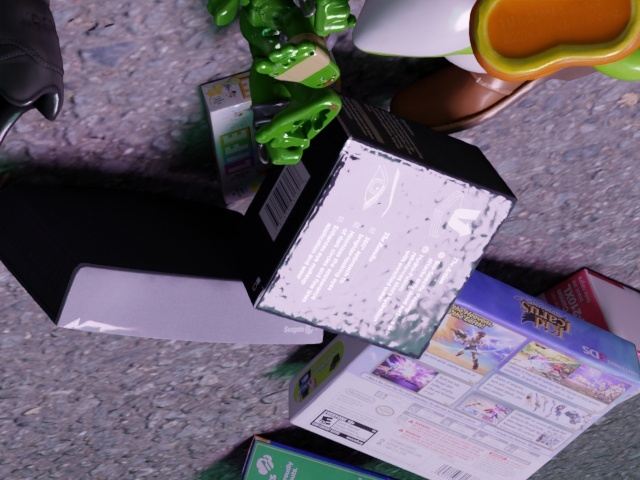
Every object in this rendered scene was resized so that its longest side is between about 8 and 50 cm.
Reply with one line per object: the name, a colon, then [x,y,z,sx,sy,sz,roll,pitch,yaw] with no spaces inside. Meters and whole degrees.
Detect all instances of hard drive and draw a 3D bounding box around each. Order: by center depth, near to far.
hard drive: [-0.127,0.017,1.505,0.254,0.172,0.054,6,115,-40]

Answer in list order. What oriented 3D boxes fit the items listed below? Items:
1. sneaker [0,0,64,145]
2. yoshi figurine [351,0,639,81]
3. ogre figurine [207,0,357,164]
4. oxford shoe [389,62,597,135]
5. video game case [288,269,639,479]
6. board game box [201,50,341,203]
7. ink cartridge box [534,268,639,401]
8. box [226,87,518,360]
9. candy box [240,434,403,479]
sneaker: [-0.282,-0.074,1.233,0.286,0.130,0.109,-31,155,26]
yoshi figurine: [0.149,-0.187,1.228,0.203,0.203,0.362,19,-175,3]
ogre figurine: [-0.022,-0.143,1.298,0.097,0.118,0.197,-17,154,3]
oxford shoe: [0.137,-0.147,1.494,0.212,0.076,0.076,-26,125,20]
video game case: [0.145,0.144,1.946,0.269,0.061,0.244,25,131,-25]
board game box: [-0.035,-0.088,1.511,0.103,0.026,0.154,-17,155,-6]
ink cartridge box: [0.246,0.142,2.105,0.237,0.100,0.172,-32,151,24]
box: [0.037,-0.012,1.466,0.158,0.093,0.156,19,113,-28]
candy box: [0.089,0.341,2.187,0.317,0.122,0.268,12,167,22]
